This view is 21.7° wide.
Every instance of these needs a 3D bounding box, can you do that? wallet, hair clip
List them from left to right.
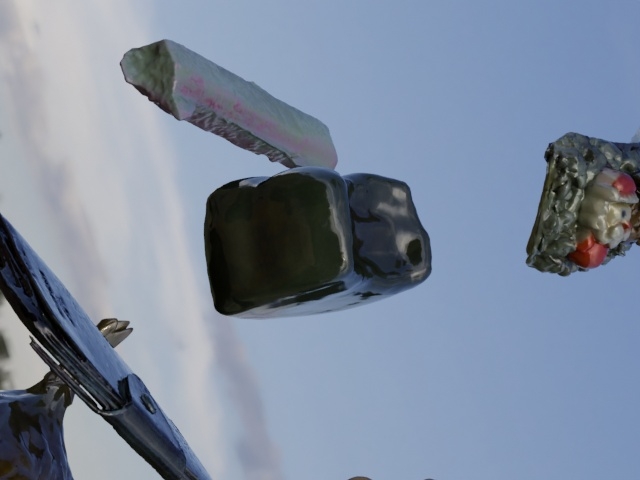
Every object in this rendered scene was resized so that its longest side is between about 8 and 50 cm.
[{"bbox_3d":[-0.168,0.109,1.306,0.172,0.045,0.318,47,-8,45],"label":"wallet"},{"bbox_3d":[0.280,-0.034,1.541,0.091,0.321,0.138,17,-76,23],"label":"hair clip"}]

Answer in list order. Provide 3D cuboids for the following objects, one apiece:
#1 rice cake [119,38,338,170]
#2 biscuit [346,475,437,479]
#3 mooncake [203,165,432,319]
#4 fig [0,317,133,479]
[{"bbox_3d":[-0.066,-0.098,1.407,0.290,0.051,0.081,21,42,-60],"label":"rice cake"},{"bbox_3d":[0.069,0.333,1.560,0.035,0.184,0.249,93,-3,-50],"label":"biscuit"},{"bbox_3d":[0.000,0.000,1.207,0.175,0.168,0.104,121,-35,-82],"label":"mooncake"},{"bbox_3d":[-0.289,0.211,1.481,0.286,0.368,0.286,43,-19,18],"label":"fig"}]
